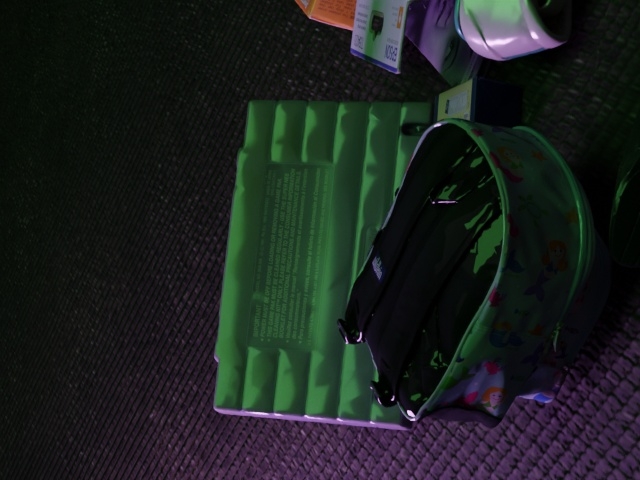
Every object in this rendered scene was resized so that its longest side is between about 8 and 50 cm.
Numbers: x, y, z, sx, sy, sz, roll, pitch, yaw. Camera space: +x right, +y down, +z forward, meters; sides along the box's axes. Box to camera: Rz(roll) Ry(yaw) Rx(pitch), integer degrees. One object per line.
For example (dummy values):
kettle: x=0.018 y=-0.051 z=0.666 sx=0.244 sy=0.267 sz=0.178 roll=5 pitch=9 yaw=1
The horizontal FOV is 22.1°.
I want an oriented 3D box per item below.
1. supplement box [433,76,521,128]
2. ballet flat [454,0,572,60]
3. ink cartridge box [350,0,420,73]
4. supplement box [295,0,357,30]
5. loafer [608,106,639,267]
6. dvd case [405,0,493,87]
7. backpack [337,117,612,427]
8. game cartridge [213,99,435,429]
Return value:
supplement box: x=0.160 y=-0.115 z=1.688 sx=0.083 sy=0.056 sz=0.083 roll=-20 pitch=62 yaw=62
ballet flat: x=0.228 y=-0.371 z=1.593 sx=0.139 sy=0.139 sz=0.400 roll=-160 pitch=77 yaw=-65
ink cartridge box: x=0.105 y=-0.352 z=1.774 sx=0.324 sy=0.071 sz=0.330 roll=-125 pitch=40 yaw=-77
supplement box: x=0.044 y=-0.382 z=2.023 sx=0.078 sy=0.080 sz=0.233 roll=-124 pitch=47 yaw=-60
loafer: x=0.286 y=-0.060 z=1.408 sx=0.061 sy=0.062 sz=0.170 roll=-94 pitch=22 yaw=-81
dvd case: x=0.154 y=-0.270 z=1.810 sx=0.165 sy=0.018 sz=0.221 roll=-69 pitch=27 yaw=22
backpack: x=0.149 y=0.022 z=1.495 sx=0.225 sy=0.191 sz=0.254 roll=-117 pitch=37 yaw=-50
game cartridge: x=0.006 y=0.022 z=1.801 sx=0.230 sy=0.068 sz=0.355 roll=2 pitch=80 yaw=24
